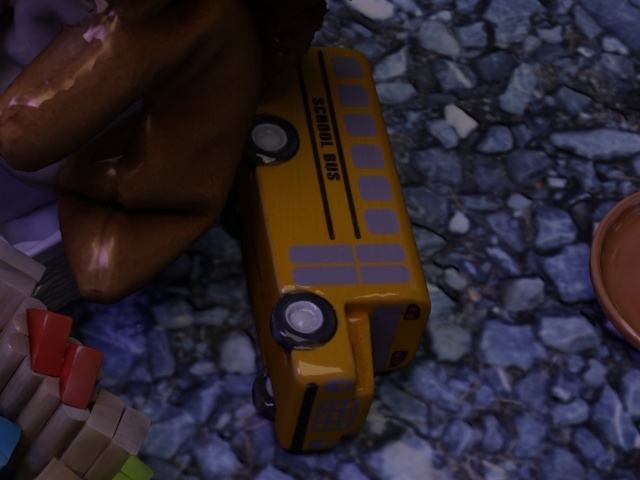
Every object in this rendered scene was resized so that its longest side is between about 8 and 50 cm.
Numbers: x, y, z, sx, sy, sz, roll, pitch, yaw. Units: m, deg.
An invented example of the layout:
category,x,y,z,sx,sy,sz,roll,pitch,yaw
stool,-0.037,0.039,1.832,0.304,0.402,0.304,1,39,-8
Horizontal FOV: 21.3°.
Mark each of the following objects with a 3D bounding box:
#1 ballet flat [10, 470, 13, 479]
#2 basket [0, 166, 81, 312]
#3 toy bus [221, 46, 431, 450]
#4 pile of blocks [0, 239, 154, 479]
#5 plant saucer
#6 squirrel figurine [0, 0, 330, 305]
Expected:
category,x,y,z,sx,sy,sz,roll,pitch,yaw
ballet flat,-0.200,0.206,1.196,0.041,0.041,0.114,-21,57,-25
basket,-0.205,-0.025,1.337,0.167,0.103,0.113,-32,63,-31
toy bus,0.000,0.000,1.353,0.130,0.108,0.332,-2,51,-14
pile of blocks,-0.187,0.130,1.156,0.362,0.112,0.149,50,34,19
plant saucer,0.319,0.040,1.424,0.200,0.037,0.200,5,51,-6
squirrel figurine,-0.118,-0.215,1.196,0.397,0.370,0.281,-32,61,-31
